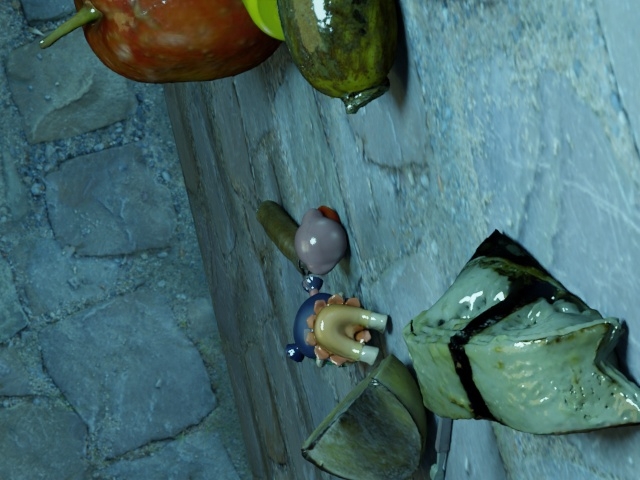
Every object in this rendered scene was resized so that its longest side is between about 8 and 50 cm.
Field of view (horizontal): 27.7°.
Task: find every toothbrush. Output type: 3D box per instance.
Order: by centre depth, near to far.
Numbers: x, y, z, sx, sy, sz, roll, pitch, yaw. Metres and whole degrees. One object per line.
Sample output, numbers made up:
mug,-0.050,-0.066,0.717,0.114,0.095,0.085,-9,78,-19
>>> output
toothbrush,0.131,0.211,1.397,0.194,0.014,0.017,91,162,-49

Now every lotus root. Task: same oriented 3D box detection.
lotus root,0.014,-0.225,1.245,0.120,0.120,0.209,171,85,-78

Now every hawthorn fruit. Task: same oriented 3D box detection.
hawthorn fruit,-0.199,-0.309,1.615,0.287,0.330,0.287,57,163,27

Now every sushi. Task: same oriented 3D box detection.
sushi,0.144,0.099,0.996,0.273,0.109,0.134,-134,32,-66

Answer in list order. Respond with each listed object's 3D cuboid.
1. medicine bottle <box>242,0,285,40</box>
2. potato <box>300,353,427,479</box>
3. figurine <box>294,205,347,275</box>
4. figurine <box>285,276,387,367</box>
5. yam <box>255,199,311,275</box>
medicine bottle,-0.046,-0.314,1.390,0.212,0.122,0.122,-116,18,-47
potato,0.082,0.206,1.512,0.120,0.100,0.261,38,147,0
figurine,0.000,0.000,1.643,0.067,0.071,0.083,-15,98,36
figurine,0.018,0.103,1.603,0.195,0.102,0.111,136,153,-80
yam,-0.047,-0.005,1.902,0.264,0.046,0.046,-132,31,-66
